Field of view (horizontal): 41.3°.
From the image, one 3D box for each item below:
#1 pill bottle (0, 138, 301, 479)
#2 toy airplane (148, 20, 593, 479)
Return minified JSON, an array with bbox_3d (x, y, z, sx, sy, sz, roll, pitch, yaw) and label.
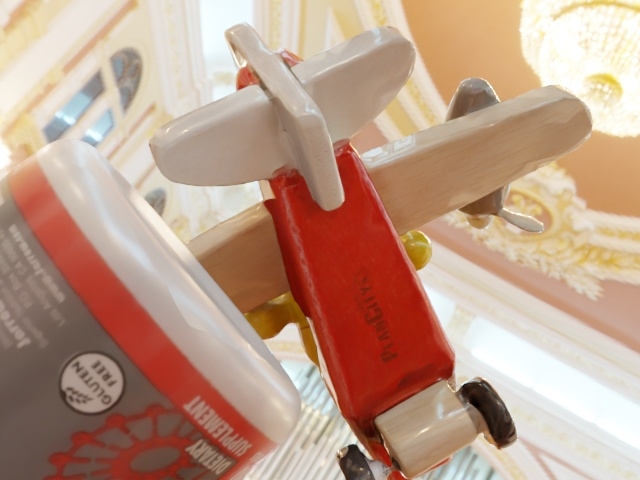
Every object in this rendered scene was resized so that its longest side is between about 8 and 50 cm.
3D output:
[{"bbox_3d":[-0.207,0.132,0.461,0.210,0.363,0.210,50,-5,5],"label":"pill bottle"},{"bbox_3d":[0.000,0.000,0.704,0.386,0.384,0.272,18,12,-22],"label":"toy airplane"}]
